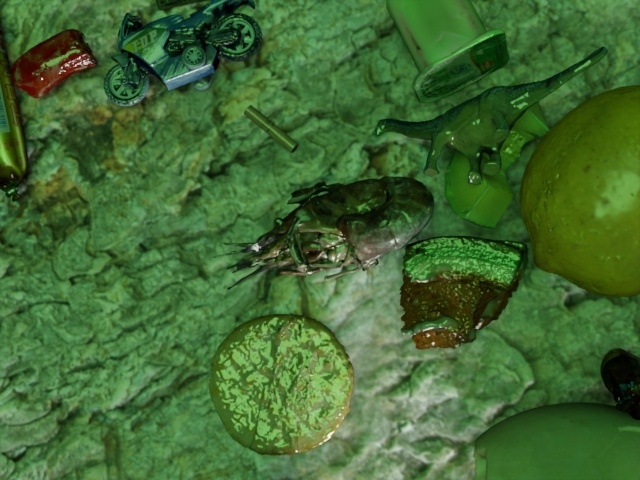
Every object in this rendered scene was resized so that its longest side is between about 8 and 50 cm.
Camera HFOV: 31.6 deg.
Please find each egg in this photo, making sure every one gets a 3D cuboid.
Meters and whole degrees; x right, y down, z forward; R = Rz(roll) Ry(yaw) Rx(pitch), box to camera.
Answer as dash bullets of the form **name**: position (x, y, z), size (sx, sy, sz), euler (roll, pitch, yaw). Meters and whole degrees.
- **egg**: position (0.364, 0.351, 1.478), size (0.335, 0.278, 0.279), euler (-2, 88, 6)

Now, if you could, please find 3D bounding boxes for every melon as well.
- **melon**: position (0.246, -0.120, 1.590), size (0.064, 0.118, 0.210), euler (32, 90, -30)

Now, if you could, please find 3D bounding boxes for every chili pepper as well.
- **chili pepper**: position (-0.405, -0.265, 1.706), size (0.123, 0.070, 0.073), euler (-32, 101, 4)

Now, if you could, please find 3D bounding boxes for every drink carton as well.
- **drink carton**: position (0.168, -0.295, 1.595), size (0.144, 0.146, 0.142), euler (-28, 77, 6)

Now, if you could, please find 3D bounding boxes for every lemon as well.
- **lemon**: position (0.405, -0.069, 1.492), size (0.258, 0.258, 0.310), euler (40, 100, 7)

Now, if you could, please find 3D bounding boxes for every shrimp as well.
- **shrimp**: position (0.457, 0.218, 1.459), size (0.222, 0.290, 0.054), euler (34, 101, 16)
- **shrimp**: position (0.002, -0.001, 1.619), size (0.343, 0.116, 0.145), euler (-19, 51, 17)

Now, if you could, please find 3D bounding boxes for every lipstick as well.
- **lipstick**: position (-0.073, -0.165, 1.680), size (0.094, 0.019, 0.019), euler (39, 94, 7)

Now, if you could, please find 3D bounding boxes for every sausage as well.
- **sausage**: position (-0.502, -0.240, 1.714), size (0.082, 0.082, 0.372), euler (-14, 88, 7)

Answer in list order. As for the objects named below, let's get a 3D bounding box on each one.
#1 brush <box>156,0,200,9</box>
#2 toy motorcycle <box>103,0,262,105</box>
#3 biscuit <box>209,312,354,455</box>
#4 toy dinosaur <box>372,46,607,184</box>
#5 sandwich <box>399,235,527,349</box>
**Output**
- **brush**: position (-0.157, -0.382, 1.693), size (0.190, 0.027, 0.034), euler (-11, 89, 7)
- **toy motorcycle**: position (-0.209, -0.294, 1.670), size (0.254, 0.092, 0.136), euler (-21, 77, -2)
- **biscuit**: position (-0.059, 0.211, 1.663), size (0.219, 0.033, 0.220), euler (0, 89, 9)
- **toy dinosaur**: position (0.218, -0.160, 1.536), size (0.362, 0.076, 0.147), euler (-19, 50, 32)
- **sandwich**: position (0.201, 0.073, 1.592), size (0.184, 0.109, 0.160), euler (-2, 86, 8)
